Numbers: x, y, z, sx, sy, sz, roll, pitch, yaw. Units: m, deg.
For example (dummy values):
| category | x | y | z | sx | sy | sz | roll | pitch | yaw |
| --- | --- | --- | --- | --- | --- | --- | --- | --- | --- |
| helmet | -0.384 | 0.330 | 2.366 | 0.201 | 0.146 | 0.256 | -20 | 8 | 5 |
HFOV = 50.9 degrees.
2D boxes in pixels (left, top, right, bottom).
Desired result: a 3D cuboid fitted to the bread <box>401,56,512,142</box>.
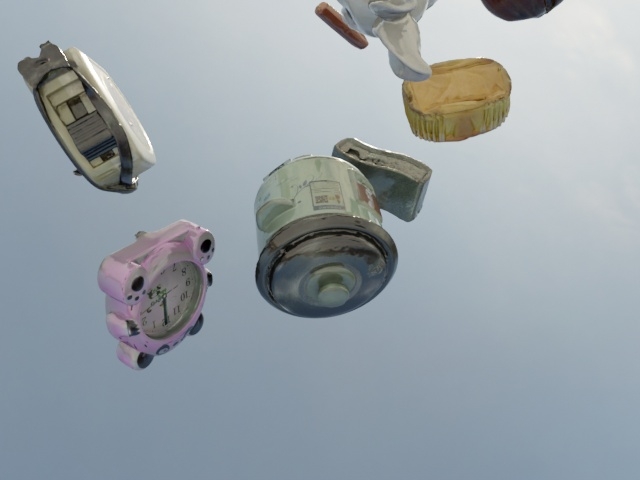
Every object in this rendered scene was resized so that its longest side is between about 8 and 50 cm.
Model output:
| category | x | y | z | sx | sy | sz | roll | pitch | yaw |
| --- | --- | --- | --- | --- | --- | --- | --- | --- | --- |
| bread | 0.245 | -0.249 | 1.211 | 0.191 | 0.114 | 0.132 | -12 | -124 | 4 |

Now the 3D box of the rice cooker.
| category | x | y | z | sx | sy | sz | roll | pitch | yaw |
| --- | --- | --- | --- | --- | --- | --- | --- | --- | --- |
| rice cooker | 0.000 | 0.000 | 1.272 | 0.316 | 0.264 | 0.316 | 48 | -159 | -26 |

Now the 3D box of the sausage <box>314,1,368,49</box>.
| category | x | y | z | sx | sy | sz | roll | pitch | yaw |
| --- | --- | --- | --- | --- | --- | --- | --- | --- | --- |
| sausage | 0.042 | -0.432 | 1.355 | 0.147 | 0.030 | 0.035 | 29 | -128 | -40 |

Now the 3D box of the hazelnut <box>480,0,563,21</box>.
| category | x | y | z | sx | sy | sz | roll | pitch | yaw |
| --- | --- | --- | --- | --- | --- | --- | --- | --- | --- |
| hazelnut | 0.447 | -0.570 | 1.467 | 0.204 | 0.178 | 0.177 | -23 | -115 | 9 |

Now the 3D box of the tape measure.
| category | x | y | z | sx | sy | sz | roll | pitch | yaw |
| --- | --- | --- | --- | --- | --- | --- | --- | --- | --- |
| tape measure | -0.387 | -0.189 | 1.144 | 0.133 | 0.271 | 0.231 | -29 | -87 | -4 |

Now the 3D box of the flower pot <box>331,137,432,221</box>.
| category | x | y | z | sx | sy | sz | roll | pitch | yaw |
| --- | --- | --- | --- | --- | --- | --- | --- | --- | --- |
| flower pot | 0.127 | -0.139 | 1.494 | 0.229 | 0.108 | 0.103 | 21 | -143 | 8 |

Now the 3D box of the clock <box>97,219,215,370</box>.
| category | x | y | z | sx | sy | sz | roll | pitch | yaw |
| --- | --- | --- | --- | --- | --- | --- | --- | --- | --- |
| clock | -0.296 | 0.102 | 1.237 | 0.090 | 0.247 | 0.228 | 24 | -144 | 29 |

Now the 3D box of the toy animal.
| category | x | y | z | sx | sy | sz | roll | pitch | yaw |
| --- | --- | --- | --- | --- | --- | --- | --- | --- | --- |
| toy animal | 0.059 | -0.244 | 0.682 | 0.131 | 0.103 | 0.220 | 8 | -144 | 10 |
